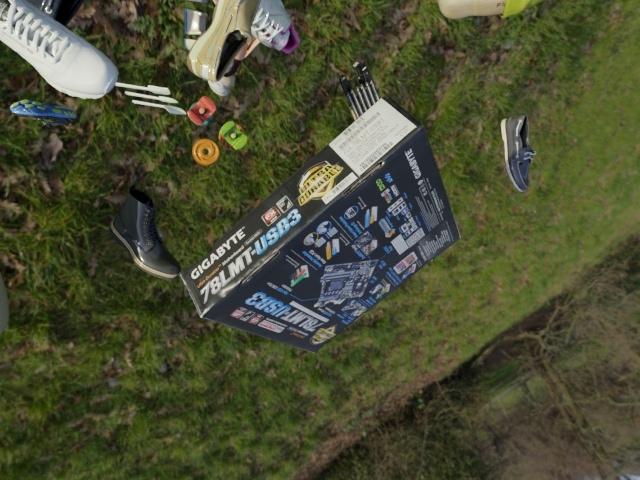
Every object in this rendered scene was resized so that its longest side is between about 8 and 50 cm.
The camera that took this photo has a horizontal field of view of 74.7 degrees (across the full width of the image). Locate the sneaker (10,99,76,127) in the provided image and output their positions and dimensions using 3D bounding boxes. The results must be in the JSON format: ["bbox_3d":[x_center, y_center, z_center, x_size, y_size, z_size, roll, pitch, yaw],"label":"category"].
[{"bbox_3d":[-0.882,-0.396,1.340,0.078,0.067,0.188,-45,166,25],"label":"sneaker"}]

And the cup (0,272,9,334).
[{"bbox_3d":[-0.861,0.146,0.937,0.331,0.331,0.237,-19,137,-5],"label":"cup"}]

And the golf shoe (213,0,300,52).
[{"bbox_3d":[-0.136,-0.536,0.999,0.115,0.140,0.306,-37,179,24],"label":"golf shoe"}]

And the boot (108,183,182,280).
[{"bbox_3d":[-0.375,-0.015,0.932,0.198,0.077,0.137,37,119,0],"label":"boot"}]

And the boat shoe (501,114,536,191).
[{"bbox_3d":[0.537,-0.235,1.122,0.075,0.206,0.065,-5,174,-44],"label":"boat shoe"}]

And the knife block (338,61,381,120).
[{"bbox_3d":[0.142,-0.365,1.221,0.088,0.242,0.275,-23,159,10],"label":"knife block"}]

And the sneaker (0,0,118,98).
[{"bbox_3d":[-0.417,-0.297,0.622,0.090,0.235,0.095,-59,-178,-7],"label":"sneaker"}]

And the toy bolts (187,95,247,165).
[{"bbox_3d":[-0.419,-0.406,1.585,0.218,0.158,0.228,-41,108,-7],"label":"toy bolts"}]

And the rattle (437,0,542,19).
[{"bbox_3d":[0.144,-0.305,0.354,0.130,0.200,0.143,-1,162,36],"label":"rattle"}]

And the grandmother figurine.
[{"bbox_3d":[-0.252,-0.573,1.277,0.104,0.208,0.342,37,136,-14],"label":"grandmother figurine"}]

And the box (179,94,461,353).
[{"bbox_3d":[0.030,0.015,0.543,0.293,0.073,0.295,-39,148,6],"label":"box"}]

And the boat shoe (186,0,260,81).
[{"bbox_3d":[-0.135,-0.339,0.676,0.190,0.072,0.068,-60,158,4],"label":"boat shoe"}]

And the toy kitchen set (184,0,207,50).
[{"bbox_3d":[-0.427,-0.772,1.466,0.122,0.166,0.207,14,115,12],"label":"toy kitchen set"}]

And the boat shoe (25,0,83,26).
[{"bbox_3d":[-0.634,-0.784,1.158,0.156,0.187,0.500,42,86,-14],"label":"boat shoe"}]

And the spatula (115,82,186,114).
[{"bbox_3d":[-0.659,-0.551,1.626,0.242,0.019,0.168,11,168,11],"label":"spatula"}]
